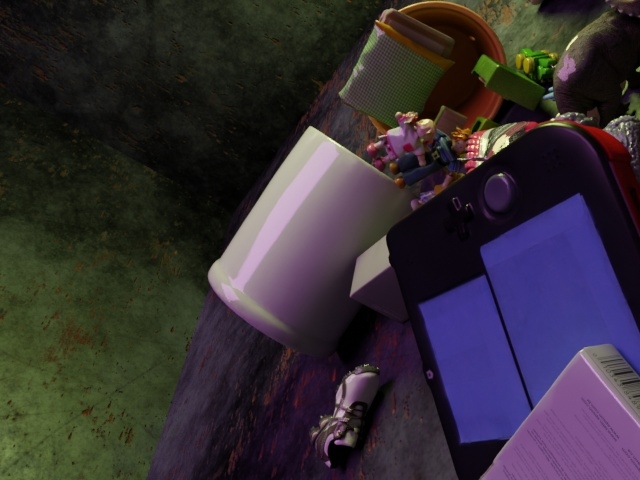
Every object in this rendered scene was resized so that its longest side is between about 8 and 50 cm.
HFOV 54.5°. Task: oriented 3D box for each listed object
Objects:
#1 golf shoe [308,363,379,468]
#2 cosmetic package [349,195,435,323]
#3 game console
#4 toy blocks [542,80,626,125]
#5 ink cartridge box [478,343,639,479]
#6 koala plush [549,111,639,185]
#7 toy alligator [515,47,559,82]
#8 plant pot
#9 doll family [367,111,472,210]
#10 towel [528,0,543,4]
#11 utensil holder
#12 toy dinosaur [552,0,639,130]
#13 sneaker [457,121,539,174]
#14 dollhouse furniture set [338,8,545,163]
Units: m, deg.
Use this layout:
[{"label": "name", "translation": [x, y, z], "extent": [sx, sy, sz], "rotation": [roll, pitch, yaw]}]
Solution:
[{"label": "golf shoe", "translation": [0.057, 0.312, 1.091], "extent": [0.198, 0.077, 0.094], "rotation": [-63, 26, 17]}, {"label": "cosmetic package", "translation": [0.169, 0.041, 1.093], "extent": [0.238, 0.127, 0.107], "rotation": [-46, 22, 44]}, {"label": "game console", "translation": [0.211, 0.109, 0.636], "extent": [0.342, 0.060, 0.386], "rotation": [-35, 65, 53]}, {"label": "toy blocks", "translation": [0.391, -0.208, 0.975], "extent": [0.123, 0.054, 0.148], "rotation": [-64, 15, -4]}, {"label": "ink cartridge box", "translation": [0.240, 0.241, 0.511], "extent": [0.223, 0.045, 0.224], "rotation": [62, 143, 41]}, {"label": "koala plush", "translation": [0.270, -0.020, 0.745], "extent": [0.221, 0.196, 0.203], "rotation": [-20, 79, 47]}, {"label": "toy alligator", "translation": [0.401, -0.307, 1.121], "extent": [0.189, 0.056, 0.051], "rotation": [-102, 2, -64]}, {"label": "plant pot", "translation": [0.239, -0.351, 1.308], "extent": [0.291, 0.291, 0.203], "rotation": [-53, 3, 25]}, {"label": "doll family", "translation": [0.215, -0.122, 1.118], "extent": [0.163, 0.263, 0.118], "rotation": [-22, 10, 40]}, {"label": "towel", "translation": [0.434, -0.684, 1.192], "extent": [0.053, 0.332, 0.317], "rotation": [28, 88, 42]}, {"label": "utensil holder", "translation": [0.000, 0.000, 1.330], "extent": [0.385, 0.328, 0.327], "rotation": [-55, 17, 7]}, {"label": "toy dinosaur", "translation": [0.380, -0.233, 0.837], "extent": [0.313, 0.160, 0.121], "rotation": [-50, 17, 7]}, {"label": "sneaker", "translation": [0.282, -0.070, 0.968], "extent": [0.112, 0.121, 0.299], "rotation": [-14, 51, 40]}, {"label": "dollhouse furniture set", "translation": [0.205, -0.263, 1.124], "extent": [0.151, 0.302, 0.197], "rotation": [-86, 21, -64]}]
